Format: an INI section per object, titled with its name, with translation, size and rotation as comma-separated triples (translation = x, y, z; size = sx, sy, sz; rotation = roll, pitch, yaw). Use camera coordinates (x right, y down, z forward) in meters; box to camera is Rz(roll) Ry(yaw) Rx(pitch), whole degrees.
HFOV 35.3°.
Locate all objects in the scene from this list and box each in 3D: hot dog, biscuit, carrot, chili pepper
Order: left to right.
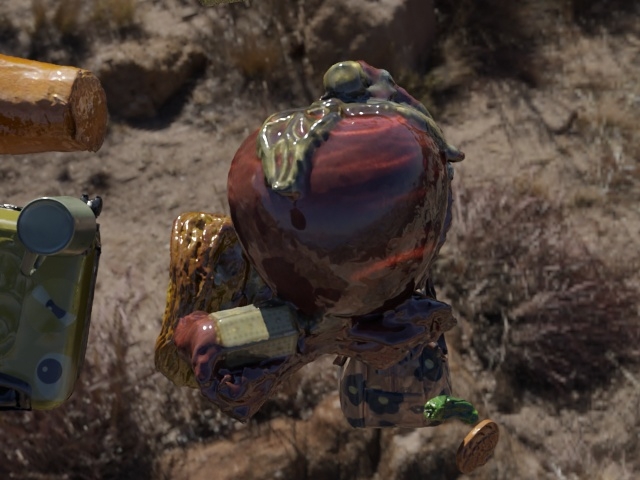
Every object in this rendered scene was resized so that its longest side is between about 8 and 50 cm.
[carrot]
translation = -0.509, -0.222, 1.689
size = 0.254, 0.196, 0.196
rotation = 6, 43, 13
[hot dog]
translation = -0.150, 0.092, 1.434
size = 0.114, 0.259, 0.175
rotation = 9, 4, 42
[chili pepper]
translation = 0.180, 0.235, 1.399
size = 0.091, 0.030, 0.034
rotation = 11, 36, -31
[biscuit]
translation = 0.239, 0.313, 1.511
size = 0.091, 0.078, 0.015
rotation = -44, 42, -20

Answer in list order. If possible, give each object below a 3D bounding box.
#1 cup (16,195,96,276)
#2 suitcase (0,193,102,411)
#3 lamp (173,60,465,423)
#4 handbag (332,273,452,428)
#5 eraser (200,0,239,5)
[cup]
translation = -0.234, -0.007, 0.855
size = 0.075, 0.054, 0.083
rotation = -27, 2, -2
[suitcase]
translation = -0.334, 0.056, 1.057
size = 0.194, 0.234, 0.143
rotation = 10, 6, -5
[lamp]
translation = 0.003, -0.004, 0.674
size = 0.215, 0.151, 0.223
rotation = -9, 81, -18
[handbag]
translation = 0.114, 0.154, 1.614
size = 0.190, 0.193, 0.251
rotation = -1, 46, 1
[eraser]
translation = -0.016, -0.250, 0.791
size = 0.172, 0.117, 0.058
rotation = -11, 61, -15
